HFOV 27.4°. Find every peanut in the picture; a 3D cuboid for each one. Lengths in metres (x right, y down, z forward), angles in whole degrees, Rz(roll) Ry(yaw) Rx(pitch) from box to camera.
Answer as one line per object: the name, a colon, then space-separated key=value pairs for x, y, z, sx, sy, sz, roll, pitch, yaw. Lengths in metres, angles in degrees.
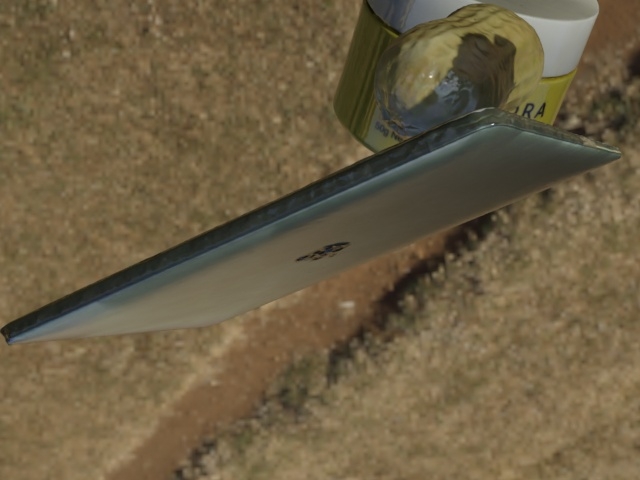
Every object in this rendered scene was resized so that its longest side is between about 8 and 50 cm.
peanut: x=0.108 y=-0.123 z=0.976 sx=0.090 sy=0.098 sz=0.214 roll=15 pitch=-153 yaw=27

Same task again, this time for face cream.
face cream: x=0.138 y=-0.181 z=1.283 sx=0.218 sy=0.218 sz=0.179 roll=6 pitch=121 yaw=-21

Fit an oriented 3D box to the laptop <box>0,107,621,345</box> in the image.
laptop: x=0.000 y=0.000 z=0.638 sx=0.269 sy=0.015 sz=0.188 roll=-23 pitch=168 yaw=26
